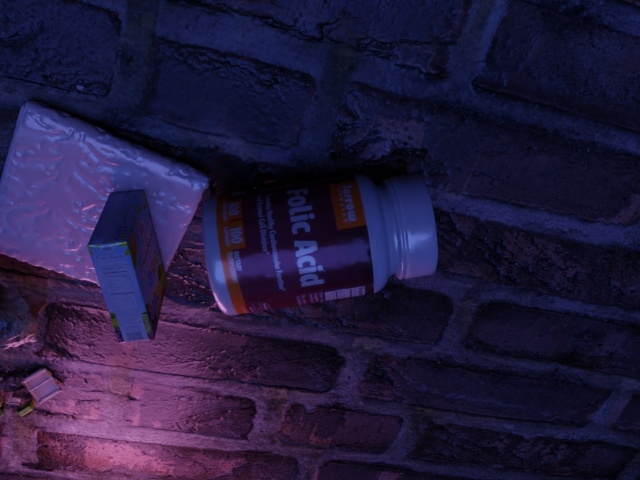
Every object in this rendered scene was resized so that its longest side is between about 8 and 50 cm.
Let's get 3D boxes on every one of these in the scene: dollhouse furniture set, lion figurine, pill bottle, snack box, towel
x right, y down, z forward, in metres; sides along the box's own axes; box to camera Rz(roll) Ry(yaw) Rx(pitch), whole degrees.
[{"bbox_3d":[-0.667,0.340,1.357,0.151,0.058,0.076,-31,115,-9],"label":"dollhouse furniture set"},{"bbox_3d":[-0.652,0.025,1.028,0.240,0.142,0.392,14,141,37],"label":"lion figurine"},{"bbox_3d":[0.000,0.000,1.091,0.392,0.224,0.224,-9,123,-1],"label":"pill bottle"},{"bbox_3d":[-0.330,0.044,1.047,0.070,0.174,0.207,-7,124,-2],"label":"snack box"},{"bbox_3d":[-0.414,-0.058,1.109,0.331,0.053,0.317,22,119,-18],"label":"towel"}]
